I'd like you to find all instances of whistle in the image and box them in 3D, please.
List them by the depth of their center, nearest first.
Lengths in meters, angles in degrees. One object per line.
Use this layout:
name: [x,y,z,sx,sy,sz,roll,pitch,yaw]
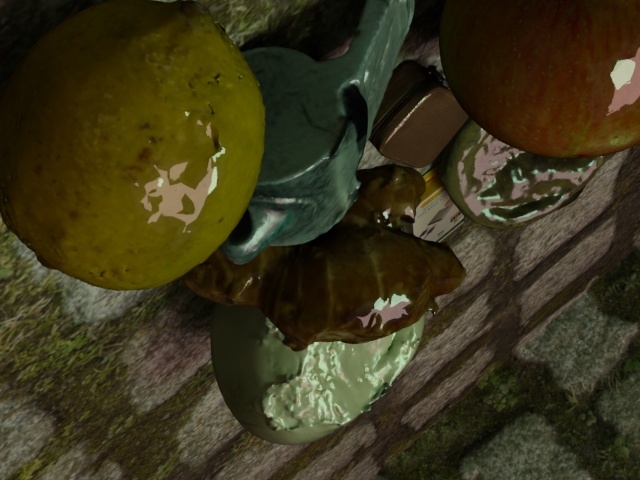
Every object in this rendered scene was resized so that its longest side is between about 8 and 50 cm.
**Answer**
whistle: [0.002,-0.153,1.380,0.405,0.188,0.168,-39,157,-11]

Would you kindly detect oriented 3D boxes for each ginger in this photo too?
ginger: [0.009,0.007,1.493,0.152,0.357,0.274,95,21,-64]

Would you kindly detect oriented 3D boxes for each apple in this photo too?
apple: [0.328,-0.281,1.513,0.339,0.339,0.339,-35,156,-18]

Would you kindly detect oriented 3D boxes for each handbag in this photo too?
handbag: [0.144,-0.187,1.706,0.151,0.072,0.193,-49,155,12]

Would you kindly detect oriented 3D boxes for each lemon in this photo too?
lemon: [-0.179,-0.095,1.100,0.258,0.258,0.310,-7,134,-55]

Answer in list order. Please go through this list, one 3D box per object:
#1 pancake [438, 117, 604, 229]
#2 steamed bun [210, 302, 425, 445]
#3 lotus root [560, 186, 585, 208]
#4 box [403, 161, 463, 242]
pancake: [0.341,-0.145,1.949,0.294,0.049,0.294,-5,121,-9]
steamed bun: [-0.034,0.119,1.696,0.334,0.233,0.312,-48,-154,-25]
lotus root: [0.395,-0.125,2.115,0.275,0.152,0.160,-20,150,-39]
box: [0.204,-0.055,2.080,0.129,0.033,0.247,-38,157,-10]
